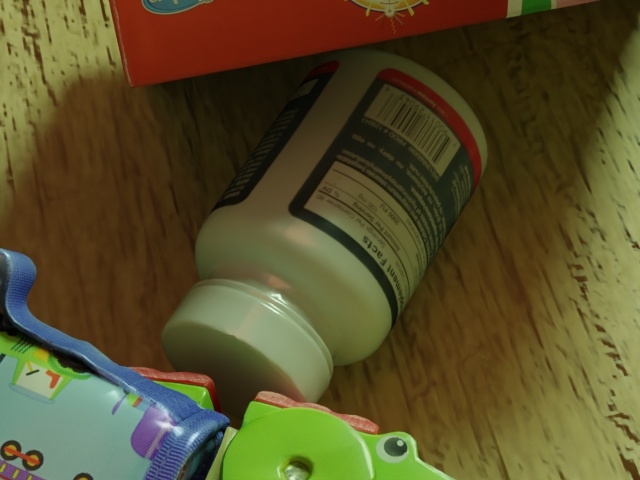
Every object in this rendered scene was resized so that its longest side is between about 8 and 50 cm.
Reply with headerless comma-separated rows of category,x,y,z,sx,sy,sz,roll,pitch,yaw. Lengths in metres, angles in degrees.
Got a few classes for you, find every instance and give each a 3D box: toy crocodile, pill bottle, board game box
toy crocodile,-0.066,0.104,0.698,0.341,0.115,0.105,10,51,12
pill bottle,0.000,0.000,0.776,0.108,0.108,0.180,22,58,19
board game box,0.051,-0.142,0.812,0.317,0.242,0.064,-11,98,-3

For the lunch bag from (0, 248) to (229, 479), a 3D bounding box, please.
lunch bag,-0.186,0.134,0.592,0.221,0.138,0.293,23,84,11
